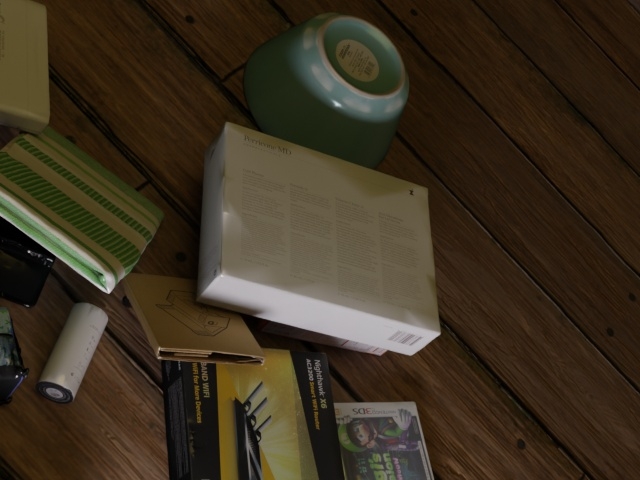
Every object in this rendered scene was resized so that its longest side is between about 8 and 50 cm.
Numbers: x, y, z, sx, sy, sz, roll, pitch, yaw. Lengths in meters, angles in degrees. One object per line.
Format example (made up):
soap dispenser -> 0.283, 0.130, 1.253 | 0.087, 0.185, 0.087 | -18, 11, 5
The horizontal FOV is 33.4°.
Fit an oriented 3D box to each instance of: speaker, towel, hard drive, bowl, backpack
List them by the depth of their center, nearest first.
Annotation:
backpack -> -0.435, 0.144, 1.374 | 0.084, 0.105, 0.114 | 3, 56, -33
speaker -> -0.339, 0.153, 1.464 | 0.055, 0.055, 0.136 | 29, 51, -16
hard drive -> -0.554, -0.293, 1.488 | 0.353, 0.047, 0.233 | 15, 51, -36
towel -> -0.349, -0.056, 1.493 | 0.248, 0.038, 0.325 | 37, 15, -10
bowl -> 0.037, -0.285, 1.913 | 0.312, 0.163, 0.311 | 17, 54, -25

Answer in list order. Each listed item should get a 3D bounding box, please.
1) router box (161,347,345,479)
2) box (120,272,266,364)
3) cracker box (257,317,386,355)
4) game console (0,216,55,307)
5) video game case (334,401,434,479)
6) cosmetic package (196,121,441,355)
router box -> -0.092, 0.306, 1.515 | 0.243, 0.081, 0.308 | 8, 59, -30
box -> -0.187, 0.112, 1.543 | 0.165, 0.021, 0.201 | 8, 25, -31
cracker box -> 0.013, 0.087, 1.730 | 0.232, 0.067, 0.155 | 14, 55, -27
game console -> -0.443, 0.022, 1.506 | 0.122, 0.071, 0.107 | 25, 22, -20
video game case -> 0.096, 0.343, 1.656 | 0.173, 0.022, 0.190 | 4, 61, -31
cosmetic package -> 0.000, 0.000, 1.666 | 0.377, 0.097, 0.284 | 17, 54, -24
